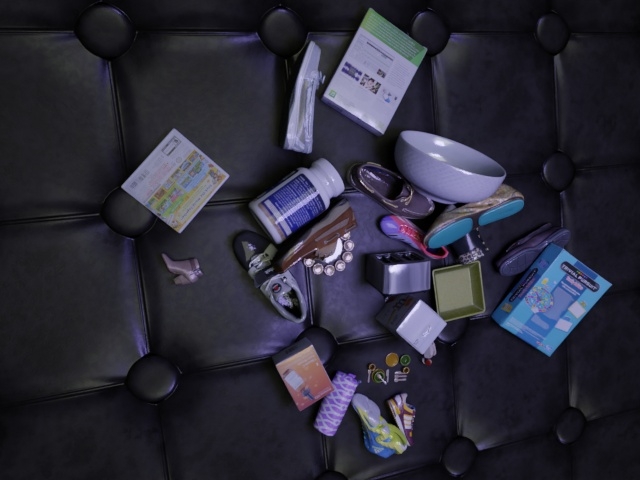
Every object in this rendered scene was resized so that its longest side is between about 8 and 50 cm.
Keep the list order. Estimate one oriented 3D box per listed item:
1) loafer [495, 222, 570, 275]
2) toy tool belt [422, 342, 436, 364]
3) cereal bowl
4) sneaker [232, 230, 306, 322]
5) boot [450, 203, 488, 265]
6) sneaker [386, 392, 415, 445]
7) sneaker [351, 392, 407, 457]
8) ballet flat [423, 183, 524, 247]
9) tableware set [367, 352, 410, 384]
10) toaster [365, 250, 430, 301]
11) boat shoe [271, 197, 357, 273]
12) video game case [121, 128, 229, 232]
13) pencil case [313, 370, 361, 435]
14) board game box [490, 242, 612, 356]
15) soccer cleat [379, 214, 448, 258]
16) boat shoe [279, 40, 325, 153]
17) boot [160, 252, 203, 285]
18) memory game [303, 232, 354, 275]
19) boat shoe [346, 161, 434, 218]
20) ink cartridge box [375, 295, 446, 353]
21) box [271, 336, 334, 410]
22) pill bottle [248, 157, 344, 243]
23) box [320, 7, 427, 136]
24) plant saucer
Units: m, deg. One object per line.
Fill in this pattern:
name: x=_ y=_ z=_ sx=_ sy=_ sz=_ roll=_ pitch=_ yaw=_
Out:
loafer: x=0.753 y=0.029 z=1.559 sx=0.302 sy=0.095 sz=0.109 roll=-26 pitch=130 yaw=-8
toy tool belt: x=0.378 y=0.383 z=1.488 sx=0.051 sy=0.052 sz=0.083 roll=-25 pitch=110 yaw=-57
cereal bowl: x=0.380 y=-0.212 z=1.329 sx=0.338 sy=0.339 sz=0.141 roll=10 pitch=121 yaw=-15
sneaker: x=-0.138 y=0.109 z=1.285 sx=0.122 sy=0.146 sz=0.331 roll=-39 pitch=101 yaw=-8
boot: x=0.530 y=-0.042 z=1.467 sx=0.236 sy=0.085 sz=0.179 roll=-30 pitch=88 yaw=-4
sneaker: x=0.297 y=0.614 z=1.471 sx=0.083 sy=0.069 sz=0.186 roll=-25 pitch=101 yaw=-7
sneaker: x=0.166 y=0.628 z=1.426 sx=0.240 sy=0.091 sz=0.126 roll=45 pitch=111 yaw=9
ballet flat: x=0.472 y=-0.085 z=1.379 sx=0.348 sy=0.123 sz=0.123 roll=-24 pitch=100 yaw=-1
tableware set: x=0.234 y=0.437 z=1.466 sx=0.154 sy=0.024 sz=0.104 roll=3 pitch=92 yaw=-15
toaster: x=0.246 y=0.105 z=1.364 sx=0.168 sy=0.185 sz=0.110 roll=-5 pitch=105 yaw=-14
boat shoe: x=0.000 y=0.000 z=1.285 sx=0.324 sy=0.122 sz=0.120 roll=-41 pitch=102 yaw=-27
video game case: x=-0.418 y=-0.172 z=1.251 sx=0.206 sy=0.026 sz=0.227 roll=41 pitch=82 yaw=-14
pencil case: x=0.051 y=0.525 z=1.395 sx=0.086 sy=0.088 sz=0.206 roll=27 pitch=86 yaw=18
board game box: x=0.820 y=0.215 z=1.537 sx=0.253 sy=0.079 sz=0.336 roll=32 pitch=101 yaw=-15
soccer cleat: x=0.311 y=-0.012 z=1.419 sx=0.248 sy=0.095 sz=0.083 roll=29 pitch=90 yaw=-16
boat shoe: x=-0.046 y=-0.427 z=1.293 sx=0.103 sy=0.118 sz=0.321 roll=9 pitch=95 yaw=-21
boot: x=-0.405 y=0.075 z=1.266 sx=0.087 sy=0.042 sz=0.118 roll=-28 pitch=101 yaw=-18
memory game: x=0.021 y=0.023 z=1.388 sx=0.186 sy=0.012 sz=0.186 roll=-1 pitch=94 yaw=-14
boat shoe: x=0.240 y=-0.158 z=1.391 sx=0.324 sy=0.096 sz=0.117 roll=26 pitch=87 yaw=-15
ink cartridge box: x=0.288 y=0.259 z=1.390 sx=0.127 sy=0.176 sz=0.128 roll=42 pitch=83 yaw=-14
box: x=-0.055 y=0.417 z=1.352 sx=0.130 sy=0.091 sz=0.171 roll=-28 pitch=100 yaw=-12
pill bottle: x=-0.069 y=-0.122 z=1.282 sx=0.264 sy=0.153 sz=0.153 roll=-37 pitch=102 yaw=-9
box: x=0.172 y=-0.531 z=1.371 sx=0.232 sy=0.058 sz=0.322 roll=29 pitch=87 yaw=-15
plant saucer: x=0.475 y=0.175 z=1.502 sx=0.188 sy=0.045 sz=0.188 roll=-10 pitch=96 yaw=-14
